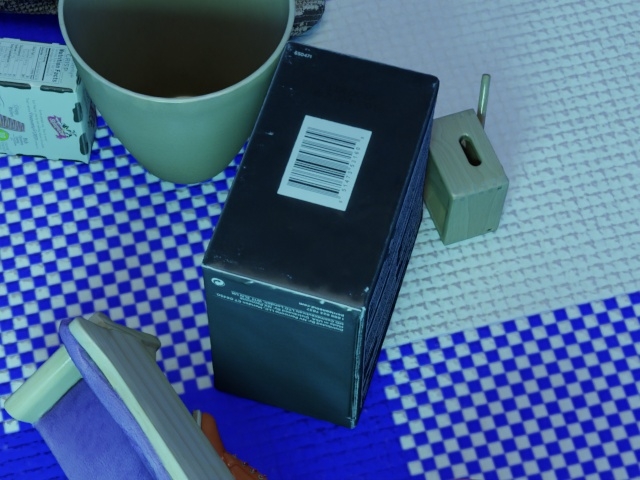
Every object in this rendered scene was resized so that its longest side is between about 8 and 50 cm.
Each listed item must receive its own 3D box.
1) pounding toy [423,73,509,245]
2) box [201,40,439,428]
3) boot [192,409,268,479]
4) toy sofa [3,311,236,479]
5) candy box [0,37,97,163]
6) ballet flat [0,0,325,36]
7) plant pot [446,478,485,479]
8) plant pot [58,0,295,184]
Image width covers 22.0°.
[{"bbox_3d":[0.172,-0.096,1.946,0.100,0.130,0.141,-16,62,-11],"label":"pounding toy"},{"bbox_3d":[0.000,0.000,1.790,0.182,0.294,0.296,15,61,9],"label":"box"},{"bbox_3d":[-0.097,0.254,1.782,0.084,0.059,0.158,-11,70,-12],"label":"boot"},{"bbox_3d":[-0.176,0.253,1.670,0.150,0.177,0.362,-44,63,11],"label":"toy sofa"},{"bbox_3d":[-0.388,-0.171,1.949,0.233,0.159,0.071,7,61,1],"label":"candy box"},{"bbox_3d":[-0.232,-0.348,2.043,0.482,0.182,0.164,6,59,1],"label":"ballet flat"},{"bbox_3d":[0.139,0.400,1.597,0.274,0.243,0.275,1,60,-2],"label":"plant pot"},{"bbox_3d":[-0.160,-0.190,1.903,0.256,0.274,0.257,1,61,-2],"label":"plant pot"}]
